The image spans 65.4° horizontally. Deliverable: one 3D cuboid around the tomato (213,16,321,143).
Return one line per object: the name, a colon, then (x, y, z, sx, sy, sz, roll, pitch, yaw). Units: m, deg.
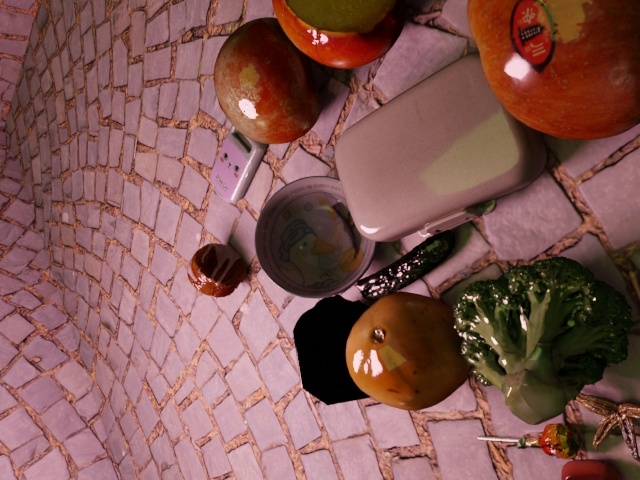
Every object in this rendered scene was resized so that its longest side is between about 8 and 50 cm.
tomato: (-0.126, -0.345, 1.115, 0.223, 0.270, 0.270, -17, 82, 15)

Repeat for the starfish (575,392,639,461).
starfish: (0.474, 0.277, 0.781, 0.130, 0.041, 0.133, -41, 73, 47)

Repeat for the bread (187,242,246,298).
bread: (-0.290, 0.083, 1.396, 0.160, 0.160, 0.073, 54, 130, 25)

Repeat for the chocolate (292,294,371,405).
chocolate: (0.052, 0.246, 1.130, 0.177, 0.206, 0.224, 87, 173, -73)

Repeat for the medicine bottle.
medicine bottle: (0.202, -0.159, 0.928, 0.375, 0.123, 0.282, -25, 77, 36)

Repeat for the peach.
peach: (0.054, -0.455, 0.962, 0.248, 0.245, 0.274, -44, 64, 28)

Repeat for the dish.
dish: (0.000, 0.000, 1.139, 0.274, 0.134, 0.273, -2, 80, 12)

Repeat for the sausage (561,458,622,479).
sausage: (0.441, 0.388, 0.814, 0.094, 0.054, 0.059, -24, 78, 41)

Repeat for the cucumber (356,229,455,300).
cucumber: (0.182, 0.055, 1.018, 0.245, 0.067, 0.067, -35, 71, 37)

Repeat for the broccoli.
broccoli: (0.325, 0.150, 0.760, 0.270, 0.270, 0.269, 11, 121, 19)

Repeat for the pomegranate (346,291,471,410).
pomegranate: (0.167, 0.204, 0.933, 0.233, 0.233, 0.233, 5, 97, 42)

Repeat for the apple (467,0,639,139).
apple: (0.334, -0.293, 0.683, 0.250, 0.277, 0.309, 1, 91, 24)

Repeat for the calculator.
calculator: (-0.230, -0.220, 1.384, 0.141, 0.045, 0.246, 50, 123, 27)

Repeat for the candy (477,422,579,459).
candy: (0.364, 0.357, 0.894, 0.201, 0.060, 0.060, -26, 76, 50)
